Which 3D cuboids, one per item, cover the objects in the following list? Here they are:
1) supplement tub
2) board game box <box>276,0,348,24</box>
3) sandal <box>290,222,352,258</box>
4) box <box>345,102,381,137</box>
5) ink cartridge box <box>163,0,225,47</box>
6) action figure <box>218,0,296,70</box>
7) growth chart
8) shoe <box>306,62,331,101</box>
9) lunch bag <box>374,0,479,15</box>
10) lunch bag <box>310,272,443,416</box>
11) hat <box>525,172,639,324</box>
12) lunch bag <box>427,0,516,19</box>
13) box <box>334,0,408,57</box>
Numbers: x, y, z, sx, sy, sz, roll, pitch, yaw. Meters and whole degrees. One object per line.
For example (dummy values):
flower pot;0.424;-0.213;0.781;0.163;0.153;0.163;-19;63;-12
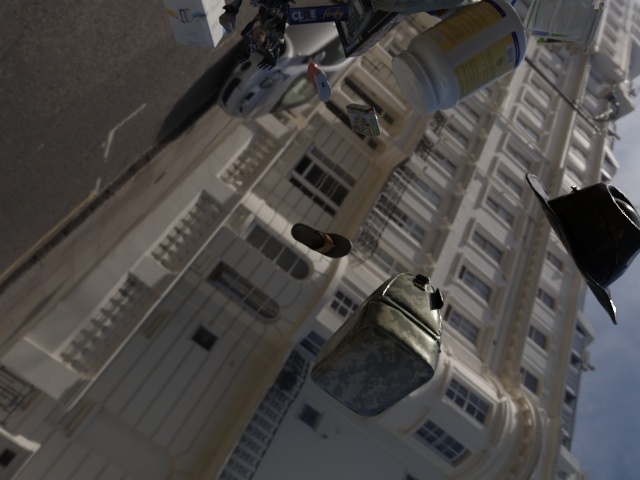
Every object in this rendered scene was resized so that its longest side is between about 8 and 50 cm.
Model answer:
supplement tub;0.410;-0.547;1.385;0.331;0.241;0.241;-30;-168;2
board game box;-0.032;-0.657;1.310;0.243;0.165;0.042;-114;-163;-55
sandal;0.000;0.000;1.580;0.060;0.219;0.089;-55;170;-83
box;0.171;-0.489;1.864;0.036;0.114;0.207;-25;-154;-10
ink cartridge box;-0.475;-0.894;1.755;0.232;0.168;0.171;85;19;-55
action figure;-0.152;-0.543;1.144;0.275;0.164;0.140;111;3;-65
growth chart;0.754;-0.684;1.442;0.021;0.237;0.171;-71;177;-57
shoe;-0.005;-0.672;1.953;0.064;0.081;0.178;-32;156;-1
lunch bag;0.197;-0.513;0.745;0.287;0.169;0.235;-35;138;-37
lunch bag;0.151;0.240;1.131;0.305;0.213;0.256;-53;-176;38
hat;0.519;-0.016;0.847;0.134;0.331;0.331;-33;-162;26
lunch bag;0.510;-0.893;1.468;0.239;0.328;0.385;55;-49;39
box;0.144;-0.750;1.428;0.077;0.242;0.307;-21;-175;-25
